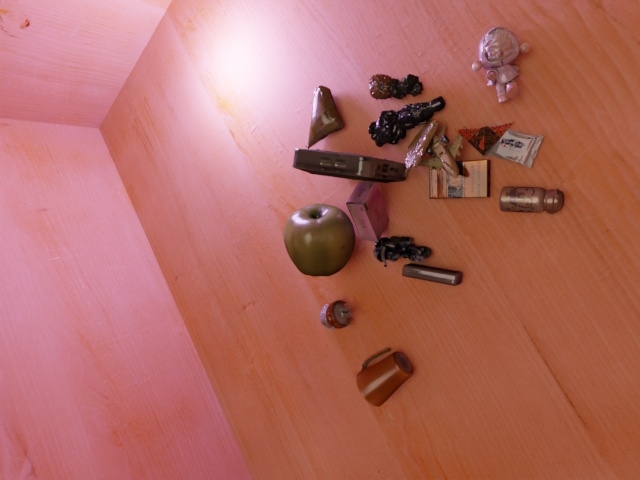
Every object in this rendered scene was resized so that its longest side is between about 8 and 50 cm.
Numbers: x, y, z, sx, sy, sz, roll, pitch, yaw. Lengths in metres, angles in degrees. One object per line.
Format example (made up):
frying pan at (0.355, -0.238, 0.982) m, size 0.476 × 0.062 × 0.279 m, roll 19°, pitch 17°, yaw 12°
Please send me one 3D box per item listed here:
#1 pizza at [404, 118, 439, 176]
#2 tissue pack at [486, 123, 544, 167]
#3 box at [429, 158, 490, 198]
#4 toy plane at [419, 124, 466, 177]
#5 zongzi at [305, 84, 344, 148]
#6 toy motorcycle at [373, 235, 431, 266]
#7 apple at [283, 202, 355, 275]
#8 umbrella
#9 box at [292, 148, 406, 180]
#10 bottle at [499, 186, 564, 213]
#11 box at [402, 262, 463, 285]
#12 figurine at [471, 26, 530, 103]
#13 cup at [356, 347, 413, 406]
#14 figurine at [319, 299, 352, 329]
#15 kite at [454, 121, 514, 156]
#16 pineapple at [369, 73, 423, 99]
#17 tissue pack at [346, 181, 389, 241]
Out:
pizza at (0.404, -0.384, 1.716) m, size 0.034 × 0.181 × 0.262 m, roll 28°, pitch 80°, yaw -12°
tissue pack at (0.735, -0.364, 1.576) m, size 0.193 × 0.026 × 0.123 m, roll 26°, pitch 111°, yaw 31°
box at (0.570, -0.250, 1.687) m, size 0.237 × 0.070 × 0.152 m, roll 2°, pitch 98°, yaw 37°
toy plane at (0.496, -0.350, 1.651) m, size 0.242 × 0.104 × 0.256 m, roll -36°, pitch 39°, yaw 29°
zongzi at (-0.015, -0.609, 2.039) m, size 0.256 × 0.115 × 0.228 m, roll -28°, pitch 76°, yaw 46°
toy motorcycle at (0.349, 0.051, 1.836) m, size 0.270 × 0.159 × 0.106 m, roll 14°, pitch 126°, yaw 35°
apple at (0.000, 0.000, 1.972) m, size 0.357 × 0.357 × 0.358 m, roll 6°, pitch 100°, yaw 35°
umbrella at (0.367, -0.505, 1.763) m, size 0.336 × 0.128 × 0.155 m, roll -7°, pitch 90°, yaw 33°
box at (0.134, -0.323, 1.787) m, size 0.396 × 0.395 × 0.111 m, roll 15°, pitch 103°, yaw 34°
bottle at (0.788, -0.146, 1.531) m, size 0.209 × 0.097 × 0.110 m, roll 8°, pitch 139°, yaw 34°
box at (0.484, 0.146, 1.781) m, size 0.243 × 0.103 × 0.055 m, roll 10°, pitch 98°, yaw 34°
figurine at (0.670, -0.656, 1.521) m, size 0.200 × 0.133 × 0.276 m, roll -12°, pitch 94°, yaw 24°
cup at (0.300, 0.637, 1.965) m, size 0.264 × 0.182 × 0.226 m, roll -46°, pitch 39°, yaw 24°
figurine at (0.074, 0.387, 2.108) m, size 0.143 × 0.143 × 0.271 m, roll 67°, pitch 158°, yaw 9°
kite at (0.637, -0.387, 1.595) m, size 0.222 × 0.008 × 0.125 m, roll -5°, pitch 119°, yaw 10°
pineapple at (0.327, -0.663, 1.771) m, size 0.237 × 0.119 × 0.111 m, roll 14°, pitch 118°, yaw 32°
tissue pack at (0.217, -0.129, 1.834) m, size 0.092 × 0.149 × 0.246 m, roll 9°, pitch 145°, yaw 34°
